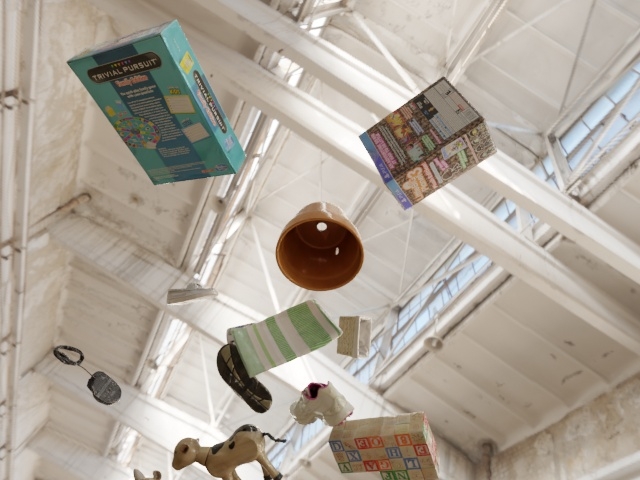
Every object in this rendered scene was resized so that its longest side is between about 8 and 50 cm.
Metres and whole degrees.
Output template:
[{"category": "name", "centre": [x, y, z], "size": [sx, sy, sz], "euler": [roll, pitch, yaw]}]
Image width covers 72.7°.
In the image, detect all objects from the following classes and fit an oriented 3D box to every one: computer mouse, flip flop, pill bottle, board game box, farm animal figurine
[{"category": "computer mouse", "centre": [-0.662, 0.383, 1.233], "size": [0.041, 0.071, 0.242], "euler": [-21, -65, 31]}, {"category": "flip flop", "centre": [-0.274, 0.491, 1.539], "size": [0.277, 0.112, 0.080], "euler": [53, -27, -6]}, {"category": "pill bottle", "centre": [-0.321, 0.431, 1.960], "size": [0.186, 0.112, 0.112], "euler": [-12, -62, 0]}, {"category": "board game box", "centre": [-0.358, -0.293, 0.997], "size": [0.253, 0.079, 0.336], "euler": [-4, -46, 21]}, {"category": "board game box", "centre": [0.289, -0.268, 1.209], "size": [0.291, 0.232, 0.141], "euler": [-33, -43, 15]}, {"category": "farm animal figurine", "centre": [-0.258, 0.437, 0.716], "size": [0.326, 0.330, 0.172], "euler": [-31, -91, 31]}]

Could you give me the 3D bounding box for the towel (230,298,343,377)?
[{"category": "towel", "centre": [-0.116, 0.309, 1.441], "size": [0.324, 0.248, 0.038], "euler": [-18, -62, -19]}]

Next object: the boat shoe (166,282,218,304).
[{"category": "boat shoe", "centre": [-0.413, 0.166, 1.400], "size": [0.184, 0.066, 0.063], "euler": [-14, -106, 22]}]

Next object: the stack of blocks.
[{"category": "stack of blocks", "centre": [0.194, 0.635, 1.325], "size": [0.297, 0.087, 0.171], "euler": [-15, -76, 20]}]

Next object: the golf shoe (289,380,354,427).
[{"category": "golf shoe", "centre": [-0.018, 0.516, 1.408], "size": [0.306, 0.115, 0.140], "euler": [-28, -86, 50]}]

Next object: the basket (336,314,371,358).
[{"category": "basket", "centre": [0.135, 0.385, 1.748], "size": [0.103, 0.113, 0.167], "euler": [-3, -103, 33]}]

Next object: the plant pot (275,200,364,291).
[{"category": "plant pot", "centre": [0.000, 0.000, 1.490], "size": [0.290, 0.204, 0.291], "euler": [1, -58, 1]}]
